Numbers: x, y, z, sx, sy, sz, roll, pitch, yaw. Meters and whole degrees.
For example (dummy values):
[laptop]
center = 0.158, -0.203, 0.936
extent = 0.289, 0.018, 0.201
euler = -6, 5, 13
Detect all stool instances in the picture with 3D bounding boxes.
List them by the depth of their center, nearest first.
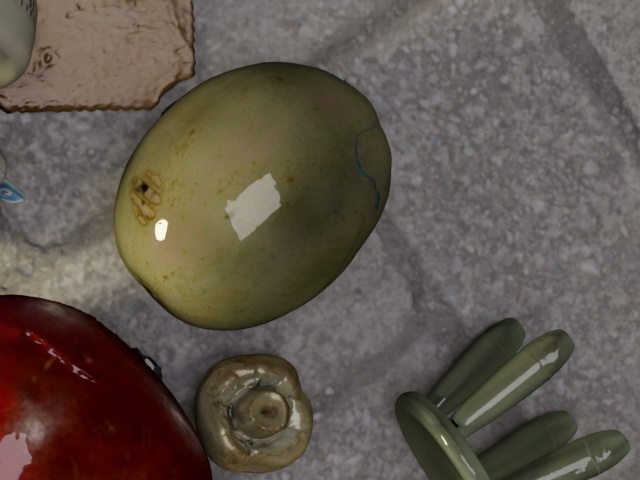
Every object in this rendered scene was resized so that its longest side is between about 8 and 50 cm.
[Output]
[stool]
center = 0.219, 0.220, 1.740
extent = 0.198, 0.195, 0.195
euler = -31, 100, -13

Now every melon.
[melon]
center = -0.070, -0.057, 1.609
extent = 0.330, 0.268, 0.268
euler = -45, 103, -14

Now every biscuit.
[biscuit]
center = -0.259, -0.261, 1.678
extent = 0.237, 0.013, 0.232
euler = -2, 95, -12

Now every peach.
[peach]
center = -0.298, 0.259, 1.593
extent = 0.339, 0.353, 0.416
euler = -43, 144, 0

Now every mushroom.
[mushroom]
center = -0.077, 0.201, 1.705
extent = 0.148, 0.112, 0.148
euler = 5, 74, -18

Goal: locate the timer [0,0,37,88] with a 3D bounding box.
[timer]
center = -0.413, -0.216, 1.523
extent = 0.233, 0.233, 0.240
euler = 11, 71, -14

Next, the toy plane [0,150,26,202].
[toy plane]
center = -0.434, -0.058, 1.551
extent = 0.267, 0.267, 0.123
euler = 26, 56, -14
